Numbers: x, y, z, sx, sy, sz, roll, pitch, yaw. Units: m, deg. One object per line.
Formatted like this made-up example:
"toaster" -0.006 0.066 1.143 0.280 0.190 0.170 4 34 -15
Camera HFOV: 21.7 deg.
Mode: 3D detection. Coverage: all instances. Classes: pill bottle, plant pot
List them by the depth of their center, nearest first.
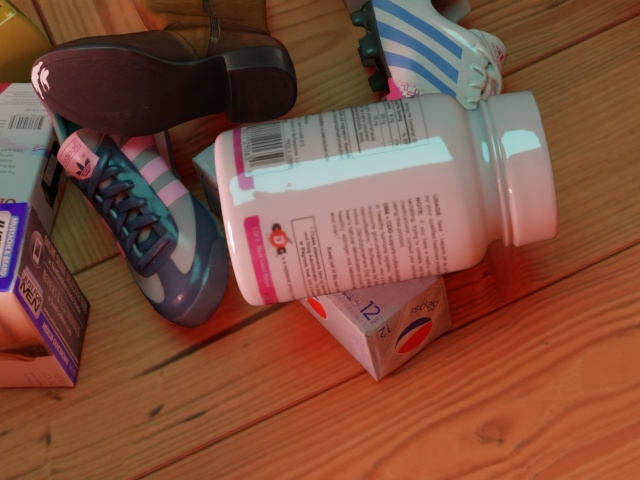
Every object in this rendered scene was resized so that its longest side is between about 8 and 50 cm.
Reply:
"pill bottle" 0.059 -0.042 1.476 0.283 0.160 0.160 -10 55 2
"plant pot" -0.354 -0.226 1.851 0.081 0.083 0.081 -38 57 -14

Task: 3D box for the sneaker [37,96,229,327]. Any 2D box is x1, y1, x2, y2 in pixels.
"sneaker" -0.197 -0.044 1.650 0.112 0.131 0.319 -48 49 20

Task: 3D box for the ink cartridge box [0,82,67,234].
"ink cartridge box" -0.338 -0.077 1.754 0.127 0.072 0.175 3 58 14

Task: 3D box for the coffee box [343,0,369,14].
"coffee box" 0.099 -0.510 1.783 0.337 0.334 0.338 -23 55 -3

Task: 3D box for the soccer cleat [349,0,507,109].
"soccer cleat" 0.131 -0.138 1.661 0.143 0.116 0.331 -17 55 2

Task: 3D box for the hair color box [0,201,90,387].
"hair color box" -0.416 0.060 1.614 0.338 0.185 0.110 -4 56 11

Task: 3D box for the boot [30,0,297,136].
"boot" -0.167 -0.213 1.708 0.264 0.096 0.280 -7 31 -9

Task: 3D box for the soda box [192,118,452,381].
"soda box" 0.000 0.000 1.614 0.098 0.091 0.286 -36 56 -14
